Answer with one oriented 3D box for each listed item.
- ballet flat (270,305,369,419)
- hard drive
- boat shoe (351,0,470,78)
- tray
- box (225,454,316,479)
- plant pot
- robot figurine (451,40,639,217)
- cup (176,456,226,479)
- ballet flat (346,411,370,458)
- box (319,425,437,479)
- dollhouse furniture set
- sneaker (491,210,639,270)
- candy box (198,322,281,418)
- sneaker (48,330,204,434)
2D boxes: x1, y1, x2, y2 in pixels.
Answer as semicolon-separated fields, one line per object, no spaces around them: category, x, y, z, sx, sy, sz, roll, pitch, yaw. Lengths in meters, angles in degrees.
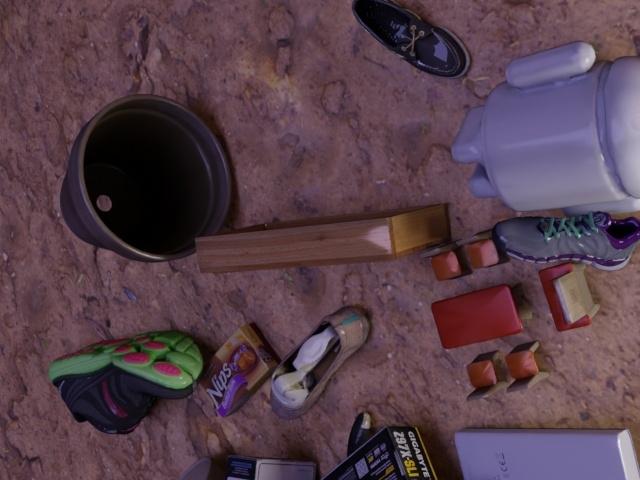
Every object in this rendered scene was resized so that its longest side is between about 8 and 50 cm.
ballet flat;-0.031;0.240;1.686;0.107;0.106;0.316;46;121;20
hard drive;0.370;0.409;1.431;0.318;0.040;0.210;-13;90;48
boat shoe;0.147;-0.341;1.485;0.227;0.068;0.081;39;118;24
tray;0.000;0.000;1.563;0.410;0.202;0.076;-6;95;36
box;-0.105;0.564;1.700;0.087;0.169;0.290;-5;76;43
plant pot;-0.383;-0.099;1.785;0.280;0.323;0.323;-16;88;53
robot figurine;0.371;-0.151;1.277;0.353;0.200;0.300;-5;135;35
cup;-0.237;0.646;1.806;0.237;0.331;0.331;39;122;-8
ballet flat;0.076;0.403;1.683;0.049;0.057;0.173;7;107;-5
box;0.089;0.514;1.553;0.322;0.079;0.257;-48;49;34
dollhouse furniture set;0.295;0.111;1.416;0.259;0.135;0.262;-20;86;36
sneaker;0.367;-0.019;1.305;0.098;0.223;0.083;112;159;-50
candy box;-0.172;0.269;1.823;0.187;0.053;0.109;-47;71;30
sneaker;-0.408;0.318;1.942;0.482;0.185;0.202;-11;99;46
